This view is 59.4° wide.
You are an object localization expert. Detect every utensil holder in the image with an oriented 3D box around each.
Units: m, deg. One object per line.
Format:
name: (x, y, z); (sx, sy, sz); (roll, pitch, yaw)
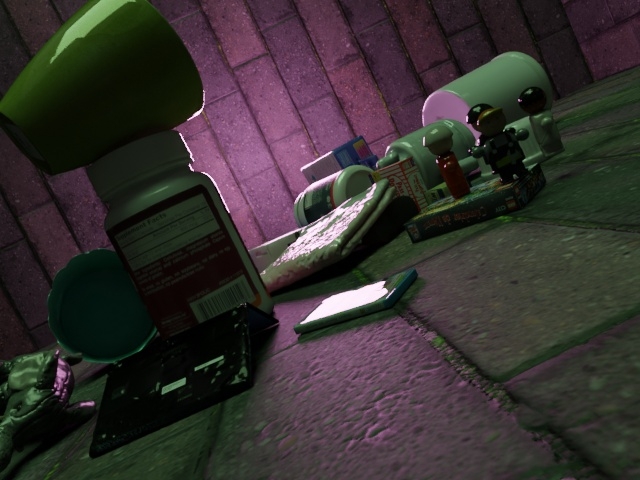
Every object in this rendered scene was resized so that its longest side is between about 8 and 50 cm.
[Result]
utensil holder: (0.636, -0.501, 2.160); (0.385, 0.328, 0.327); (-31, 7, -24)

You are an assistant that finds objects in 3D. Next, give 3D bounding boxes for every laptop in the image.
laptop: (-0.182, 0.204, 0.838); (0.234, 0.137, 0.264); (-26, 31, 5)

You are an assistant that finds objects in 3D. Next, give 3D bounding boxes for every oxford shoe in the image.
oxford shoe: (0.163, -0.049, 1.336); (0.076, 0.076, 0.212); (-28, 3, 44)

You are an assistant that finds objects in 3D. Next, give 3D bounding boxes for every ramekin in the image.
ramekin: (0.495, -0.240, 1.437); (0.207, 0.109, 0.207); (-26, 6, 3)

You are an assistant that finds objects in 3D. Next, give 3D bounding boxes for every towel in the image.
towel: (0.000, 0.000, 1.334); (0.332, 0.053, 0.317); (-29, 13, 43)

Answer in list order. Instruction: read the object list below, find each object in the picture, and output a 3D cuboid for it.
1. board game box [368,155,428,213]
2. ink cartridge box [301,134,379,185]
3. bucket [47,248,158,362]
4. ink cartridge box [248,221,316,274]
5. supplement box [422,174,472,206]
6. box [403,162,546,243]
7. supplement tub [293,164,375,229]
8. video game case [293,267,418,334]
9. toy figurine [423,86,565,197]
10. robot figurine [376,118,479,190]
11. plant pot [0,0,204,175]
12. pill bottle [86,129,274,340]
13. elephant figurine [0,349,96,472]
board game box: (0.216, -0.138, 1.527); (0.045, 0.147, 0.193); (-27, 5, -20)
ink cartridge box: (0.112, -0.220, 2.104); (0.151, 0.270, 0.395); (-33, 8, -19)
bucket: (-0.529, 0.169, 1.404); (0.281, 0.281, 0.183); (-28, -2, -22)
ink cartridge box: (-0.088, 0.023, 1.637); (0.203, 0.086, 0.148); (-25, 4, -28)
supplement box: (0.303, -0.108, 1.324); (0.083, 0.056, 0.083); (-27, 6, -15)
box: (0.296, -0.071, 1.083); (0.233, 0.044, 0.159); (-21, 7, 42)
supplement tub: (0.057, -0.107, 1.717); (0.191, 0.191, 0.272); (-29, 7, -34)
video game case: (0.053, 0.090, 0.832); (0.166, 0.015, 0.119); (-22, 6, 33)
toy figurine: (0.329, -0.193, 1.068); (0.213, 0.148, 0.209); (-27, 5, -27)
robot figurine: (0.341, -0.249, 1.728); (0.353, 0.200, 0.300); (-29, 37, -24)
plant pot: (-0.412, -0.258, 1.014); (0.293, 0.275, 0.275); (-47, 15, -24)
pill bottle: (-0.269, 0.007, 1.076); (0.224, 0.392, 0.224); (-25, 5, 3)
elephant figurine: (-0.463, 0.270, 0.928); (0.169, 0.186, 0.239); (27, -21, -39)
